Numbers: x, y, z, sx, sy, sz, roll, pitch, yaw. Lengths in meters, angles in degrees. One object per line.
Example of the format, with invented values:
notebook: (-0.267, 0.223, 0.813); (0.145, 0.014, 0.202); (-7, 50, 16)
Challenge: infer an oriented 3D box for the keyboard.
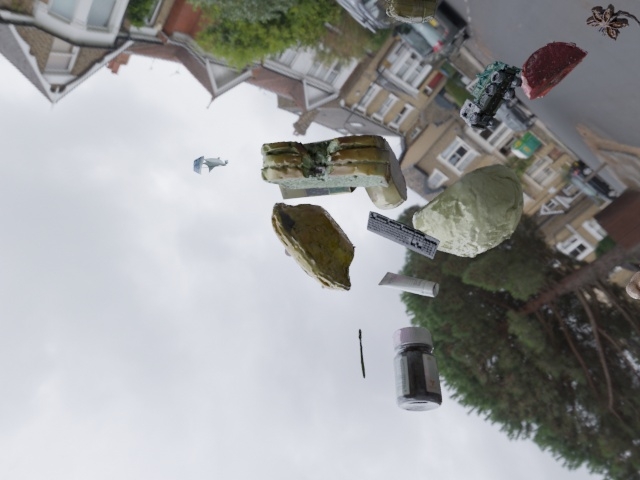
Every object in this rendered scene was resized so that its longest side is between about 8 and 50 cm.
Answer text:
keyboard: (0.210, -0.014, 1.090); (0.196, 0.074, 0.015); (26, -135, 19)

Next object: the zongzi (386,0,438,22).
zongzi: (0.273, -0.762, 1.387); (0.189, 0.081, 0.178); (0, -159, -5)

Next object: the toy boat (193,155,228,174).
toy boat: (-0.458, -0.318, 1.730); (0.105, 0.149, 0.034); (84, 167, -63)

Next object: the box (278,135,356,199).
box: (-0.021, -0.211, 1.230); (0.071, 0.240, 0.159); (-49, -51, -52)

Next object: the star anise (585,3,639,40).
star anise: (0.949, -0.692, 1.333); (0.190, 0.070, 0.097); (35, 165, 5)

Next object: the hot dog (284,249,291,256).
hot dog: (-0.109, 0.034, 1.640); (0.035, 0.083, 0.058); (41, -125, -15)

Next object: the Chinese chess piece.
Chinese chess piece: (0.238, -0.250, 1.587); (0.270, 0.112, 0.270); (46, -147, -44)

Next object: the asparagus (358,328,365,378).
asparagus: (0.136, 0.370, 1.374); (0.013, 0.016, 0.166); (52, -152, -54)

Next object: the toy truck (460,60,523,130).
toy truck: (0.555, -0.485, 1.386); (0.110, 0.216, 0.116); (1, -138, -28)

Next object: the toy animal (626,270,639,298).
toy animal: (0.748, 0.064, 0.838); (0.171, 0.198, 0.171); (16, -149, -10)

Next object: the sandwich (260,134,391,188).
sandwich: (0.020, -0.171, 0.934); (0.273, 0.095, 0.249); (-1, -178, 12)

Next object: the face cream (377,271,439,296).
face cream: (0.354, 0.175, 1.680); (0.092, 0.243, 0.058); (-43, -52, -38)

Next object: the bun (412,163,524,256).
bun: (0.479, -0.074, 1.318); (0.227, 0.349, 0.352); (62, -178, 13)

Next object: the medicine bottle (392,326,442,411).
medicine bottle: (0.349, 0.471, 1.538); (0.165, 0.165, 0.273); (26, -132, -27)

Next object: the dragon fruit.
dragon fruit: (0.881, -0.661, 1.677); (0.134, 0.262, 0.211); (56, 175, 22)

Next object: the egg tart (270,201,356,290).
egg tart: (0.000, 0.000, 1.599); (0.443, 0.178, 0.443); (47, -170, -11)
